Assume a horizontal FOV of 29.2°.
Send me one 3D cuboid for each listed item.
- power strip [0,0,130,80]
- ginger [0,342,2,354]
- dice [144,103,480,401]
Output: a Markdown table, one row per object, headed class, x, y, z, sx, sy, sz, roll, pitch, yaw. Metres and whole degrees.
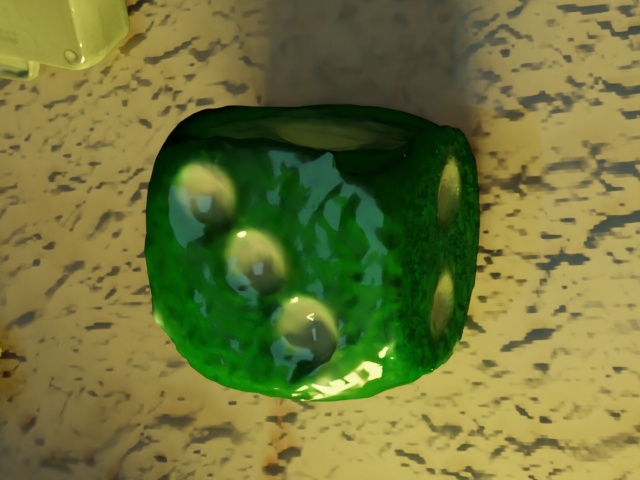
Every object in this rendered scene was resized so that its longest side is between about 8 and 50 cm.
| class | x | y | z | sx | sy | sz | roll | pitch | yaw |
| --- | --- | --- | --- | --- | --- | --- | --- | --- | --- |
| power strip | -0.172 | -0.202 | 0.604 | 0.117 | 0.046 | 0.271 | 14 | 135 | 21 |
| ginger | -0.291 | 0.059 | 0.768 | 0.176 | 0.052 | 0.193 | -38 | 76 | 25 |
| dice | 0.000 | 0.000 | 0.581 | 0.128 | 0.131 | 0.120 | 5 | 104 | 22 |
